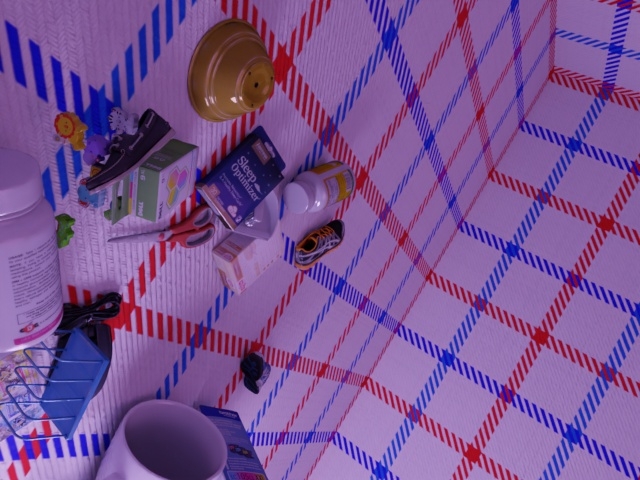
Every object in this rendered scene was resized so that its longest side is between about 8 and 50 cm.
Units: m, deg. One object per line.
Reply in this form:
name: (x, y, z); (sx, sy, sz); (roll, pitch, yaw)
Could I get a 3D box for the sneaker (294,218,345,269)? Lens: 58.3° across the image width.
sneaker: (0.000, 0.000, 1.789); (0.215, 0.084, 0.083); (-45, 145, -26)

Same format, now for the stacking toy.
stacking toy: (-0.383, -0.113, 0.961); (0.167, 0.052, 0.221); (-52, 160, -67)

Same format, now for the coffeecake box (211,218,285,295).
coffeecake box: (-0.184, 0.030, 1.506); (0.185, 0.068, 0.142); (-45, 150, -29)

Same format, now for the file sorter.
file sorter: (-0.489, 0.258, 1.039); (0.105, 0.118, 0.170); (19, 99, -54)

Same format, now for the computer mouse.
computer mouse: (-0.492, 0.250, 1.183); (0.189, 0.072, 0.272); (-18, 132, -55)

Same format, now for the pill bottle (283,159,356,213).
pill bottle: (-0.004, -0.145, 1.592); (0.208, 0.118, 0.117); (-30, 140, -47)

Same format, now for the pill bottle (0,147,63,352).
pill bottle: (-0.483, 0.016, 0.863); (0.160, 0.160, 0.282); (-30, 141, -46)

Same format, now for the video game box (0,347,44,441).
video game box: (-0.612, 0.296, 1.046); (0.187, 0.048, 0.205); (-31, 142, -42)

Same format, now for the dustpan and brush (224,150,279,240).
dustpan and brush: (-0.151, -0.117, 1.412); (0.147, 0.060, 0.211); (16, 75, -42)

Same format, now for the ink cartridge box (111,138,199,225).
ink cartridge box: (-0.307, -0.107, 1.081); (0.209, 0.062, 0.108); (-58, 165, -59)

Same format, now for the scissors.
scissors: (-0.337, -0.003, 1.256); (0.297, 0.021, 0.108); (-29, 142, -49)

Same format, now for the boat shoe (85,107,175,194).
boat shoe: (-0.324, -0.150, 0.947); (0.065, 0.075, 0.206); (57, 43, -23)

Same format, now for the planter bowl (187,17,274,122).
planter bowl: (-0.158, -0.329, 1.168); (0.217, 0.090, 0.217); (-42, 149, -33)

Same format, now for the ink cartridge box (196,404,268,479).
ink cartridge box: (-0.315, 0.665, 1.635); (0.151, 0.395, 0.269); (23, 103, -35)

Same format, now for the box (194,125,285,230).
box: (-0.171, -0.149, 1.335); (0.225, 0.037, 0.136); (-50, 129, -22)

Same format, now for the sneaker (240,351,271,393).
sneaker: (-0.205, 0.413, 1.859); (0.081, 0.080, 0.211); (-48, 161, -37)

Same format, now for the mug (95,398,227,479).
mug: (-0.451, 0.619, 1.400); (0.374, 0.276, 0.328); (-3, 126, -62)
